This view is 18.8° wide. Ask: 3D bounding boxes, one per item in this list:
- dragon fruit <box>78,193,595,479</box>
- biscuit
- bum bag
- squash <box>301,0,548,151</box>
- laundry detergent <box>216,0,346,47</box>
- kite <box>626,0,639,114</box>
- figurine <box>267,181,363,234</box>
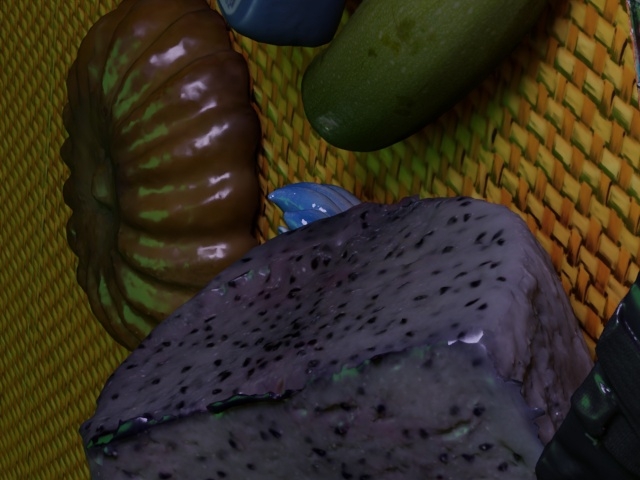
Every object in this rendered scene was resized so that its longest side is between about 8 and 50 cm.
[{"bbox_3d":[0.040,0.115,1.118,0.283,0.204,0.221,-19,108,28],"label":"dragon fruit"},{"bbox_3d":[-0.145,-0.052,1.620,0.325,0.107,0.326,178,90,-65],"label":"biscuit"},{"bbox_3d":[0.185,0.061,0.891,0.060,0.123,0.248,-53,-14,-53],"label":"bum bag"},{"bbox_3d":[0.065,-0.125,1.132,0.341,0.094,0.095,143,118,-62],"label":"squash"},{"bbox_3d":[0.008,-0.263,1.233,0.290,0.094,0.143,116,159,-46],"label":"laundry detergent"},{"bbox_3d":[0.187,-0.084,0.957,0.183,0.014,0.241,109,147,-43],"label":"kite"},{"bbox_3d":[0.000,0.000,1.319,0.114,0.079,0.114,48,-174,-7],"label":"figurine"}]
